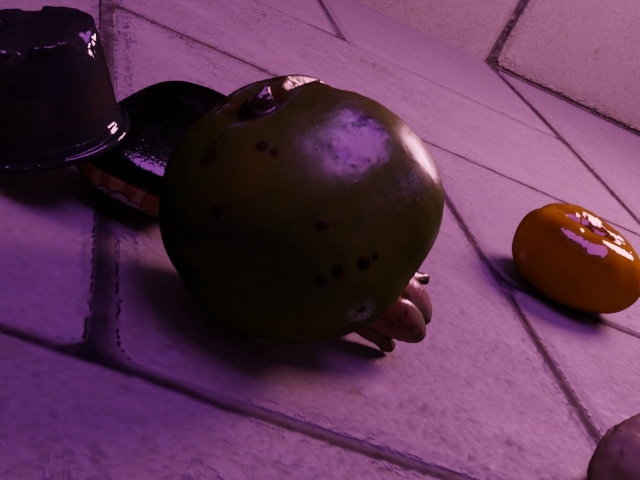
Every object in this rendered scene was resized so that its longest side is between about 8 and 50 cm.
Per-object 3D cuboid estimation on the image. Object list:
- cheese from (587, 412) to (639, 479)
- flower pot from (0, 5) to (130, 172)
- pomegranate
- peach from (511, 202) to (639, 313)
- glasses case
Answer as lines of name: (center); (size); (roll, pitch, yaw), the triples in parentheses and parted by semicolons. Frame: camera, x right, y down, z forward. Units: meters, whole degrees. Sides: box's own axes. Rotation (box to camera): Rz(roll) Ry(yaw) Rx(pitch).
cheese: (0.333, 0.208, 1.097); (0.159, 0.093, 0.263); (35, 20, 22)
flower pot: (-0.247, -0.138, 1.067); (0.157, 0.107, 0.157); (-1, 27, 1)
pomegranate: (0.000, 0.000, 1.037); (0.236, 0.236, 0.302); (50, -5, 47)
peach: (0.322, 0.024, 1.542); (0.179, 0.103, 0.179); (22, 20, -8)
glasses case: (-0.143, -0.097, 1.232); (0.122, 0.082, 0.321); (29, 20, 2)
